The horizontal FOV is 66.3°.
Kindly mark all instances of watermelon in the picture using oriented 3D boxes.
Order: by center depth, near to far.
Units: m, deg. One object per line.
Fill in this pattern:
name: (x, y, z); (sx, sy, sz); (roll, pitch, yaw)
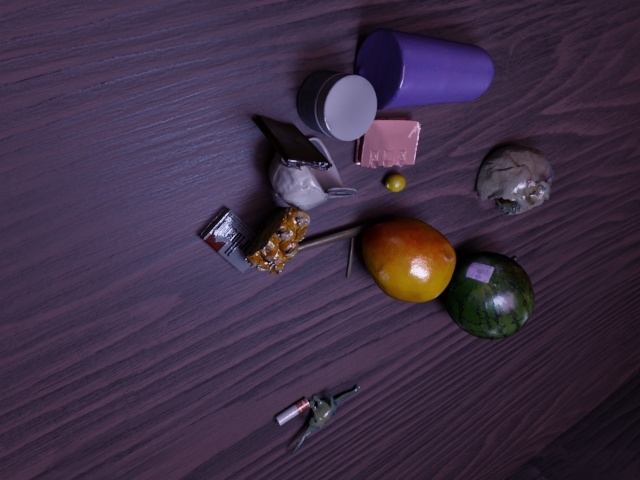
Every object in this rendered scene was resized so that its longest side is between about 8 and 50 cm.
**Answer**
watermelon: (0.647, 0.213, 1.899); (0.362, 0.363, 0.364); (-13, 118, -27)

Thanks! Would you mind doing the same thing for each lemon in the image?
lemon: (0.248, -0.192, 1.634); (0.083, 0.062, 0.062); (-22, 121, -23)

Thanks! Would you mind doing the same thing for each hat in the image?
hat: (-0.024, -0.176, 1.410); (0.274, 0.232, 0.161); (-1, 143, -43)

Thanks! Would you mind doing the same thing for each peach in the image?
peach: (0.289, 0.058, 1.626); (0.289, 0.289, 0.308); (-41, 131, -10)

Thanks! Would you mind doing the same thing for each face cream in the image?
face cream: (0.044, -0.379, 1.366); (0.177, 0.153, 0.178); (-15, 120, -27)

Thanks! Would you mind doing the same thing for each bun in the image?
bun: (0.751, -0.225, 1.843); (0.281, 0.204, 0.282); (-13, 116, -28)

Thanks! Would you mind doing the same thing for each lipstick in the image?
lipstick: (-0.102, 0.628, 1.802); (0.130, 0.038, 0.039); (-28, 123, -18)

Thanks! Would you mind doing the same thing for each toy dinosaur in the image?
toy dinosaur: (0.005, 0.662, 1.862); (0.363, 0.076, 0.147); (-43, 134, -13)

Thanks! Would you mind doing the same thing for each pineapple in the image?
pineapple: (-0.114, -0.015, 1.405); (0.114, 0.186, 0.236); (31, 113, -26)

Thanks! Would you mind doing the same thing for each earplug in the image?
earplug: (0.340, -0.503, 1.466); (0.455, 0.215, 0.215); (-10, 116, -32)

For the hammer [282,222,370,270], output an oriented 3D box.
hammer: (0.000, 0.000, 1.574); (0.365, 0.043, 0.111); (-17, 118, -24)

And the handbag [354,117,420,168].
handbag: (0.212, -0.309, 1.560); (0.212, 0.059, 0.158); (-7, 114, -28)

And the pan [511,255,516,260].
pan: (0.776, 0.129, 2.129); (0.235, 0.028, 0.136); (-28, 124, -19)

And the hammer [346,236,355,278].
hammer: (0.104, 0.048, 1.682); (0.062, 0.017, 0.182); (-6, 115, -29)

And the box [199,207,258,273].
box: (-0.250, 0.002, 1.427); (0.115, 0.036, 0.177); (-48, 128, -7)

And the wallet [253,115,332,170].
wallet: (-0.079, -0.254, 1.290); (0.132, 0.243, 0.039); (4, 123, -35)
